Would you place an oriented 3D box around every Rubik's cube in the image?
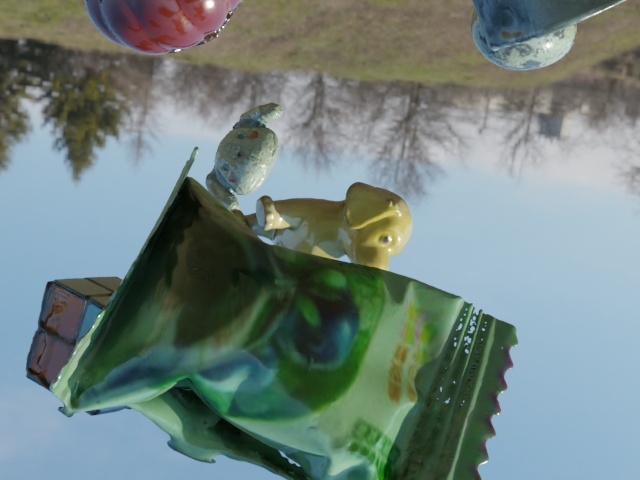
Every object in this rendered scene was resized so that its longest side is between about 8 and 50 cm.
[{"bbox_3d":[-0.361,0.172,1.651,0.180,0.184,0.167,20,-169,28],"label":"Rubik's cube"}]

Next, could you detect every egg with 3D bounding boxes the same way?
[{"bbox_3d":[0.309,-0.323,1.484,0.172,0.132,0.132,5,-167,-22],"label":"egg"}]

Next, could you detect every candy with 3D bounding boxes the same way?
[{"bbox_3d":[-0.011,0.112,0.912,0.397,0.263,0.172,24,161,-5],"label":"candy"}]

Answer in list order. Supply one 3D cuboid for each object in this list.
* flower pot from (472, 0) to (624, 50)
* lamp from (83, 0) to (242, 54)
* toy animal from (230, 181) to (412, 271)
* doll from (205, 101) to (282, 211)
[{"bbox_3d":[0.208,-0.232,0.719,0.229,0.108,0.103,-31,-167,-25],"label":"flower pot"},{"bbox_3d":[-0.192,-0.337,1.240,0.226,0.227,0.227,7,-167,-2],"label":"lamp"},{"bbox_3d":[-0.007,0.001,1.157,0.168,0.121,0.233,-11,179,-33],"label":"toy animal"},{"bbox_3d":[-0.130,-0.142,1.690,0.103,0.214,0.071,28,-176,26],"label":"doll"}]
